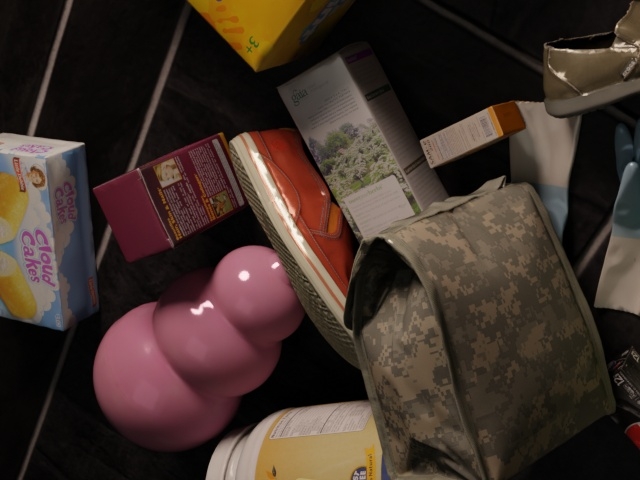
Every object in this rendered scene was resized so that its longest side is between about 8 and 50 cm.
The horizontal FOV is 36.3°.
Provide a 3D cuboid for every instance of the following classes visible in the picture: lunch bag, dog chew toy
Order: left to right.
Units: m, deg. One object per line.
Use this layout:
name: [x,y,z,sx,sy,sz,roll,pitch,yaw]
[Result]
dog chew toy: [-0.147,0.131,1.279,0.332,0.206,0.206,-43,86,25]
lunch bag: [0.161,0.091,1.047,0.169,0.235,0.287,-8,100,52]

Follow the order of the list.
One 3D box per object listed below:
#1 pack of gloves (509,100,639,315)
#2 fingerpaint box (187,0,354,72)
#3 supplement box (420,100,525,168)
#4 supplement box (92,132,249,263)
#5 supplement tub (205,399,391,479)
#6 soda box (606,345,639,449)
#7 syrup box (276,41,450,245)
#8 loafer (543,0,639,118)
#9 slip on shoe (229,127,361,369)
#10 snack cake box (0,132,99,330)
pack of gloves: [0.291,-0.029,1.074,0.195,0.046,0.232,9,112,24]
fingerpaint box: [-0.039,-0.467,1.008,0.371,0.163,0.445,47,122,5]
supplement box: [0.169,-0.117,1.086,0.098,0.062,0.036,-23,88,38]
supplement box: [-0.180,-0.056,1.223,0.081,0.188,0.104,-18,100,32]
supplement tub: [0.035,0.318,1.229,0.316,0.228,0.228,-12,103,30]
soda box: [0.383,0.207,1.105,0.169,0.060,0.053,49,127,4]
syrup box: [0.057,-0.103,1.137,0.093,0.096,0.237,-25,95,30]
loafer: [0.328,-0.195,0.962,0.251,0.094,0.087,-17,104,31]
slip on shoe: [0.000,0.000,1.152,0.331,0.101,0.123,62,167,21]
snack cake box: [-0.417,-0.014,1.421,0.152,0.089,0.264,10,113,25]
